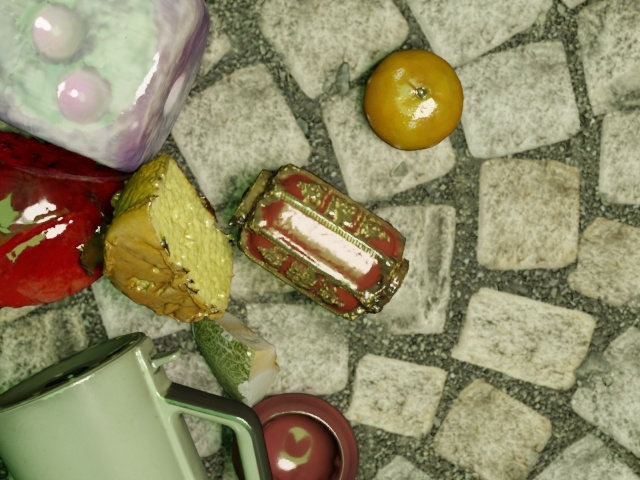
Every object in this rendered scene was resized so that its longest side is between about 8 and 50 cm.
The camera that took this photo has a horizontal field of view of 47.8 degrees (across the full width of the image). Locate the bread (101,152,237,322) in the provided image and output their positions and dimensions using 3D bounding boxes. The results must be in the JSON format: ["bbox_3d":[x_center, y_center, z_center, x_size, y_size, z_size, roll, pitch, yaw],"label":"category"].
[{"bbox_3d":[-0.234,0.011,1.057,0.147,0.260,0.160,-9,55,18],"label":"bread"}]

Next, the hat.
[{"bbox_3d":[-0.039,0.340,1.157,0.205,0.089,0.205,0,89,-1],"label":"hat"}]

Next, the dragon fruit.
[{"bbox_3d":[-0.428,-0.029,1.052,0.343,0.100,0.282,16,81,-20],"label":"dragon fruit"}]

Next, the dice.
[{"bbox_3d":[-0.325,-0.265,1.009,0.271,0.270,0.270,25,92,-5],"label":"dice"}]

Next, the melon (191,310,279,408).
[{"bbox_3d":[-0.126,0.171,1.134,0.093,0.139,0.202,-34,93,-23],"label":"melon"}]

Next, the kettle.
[{"bbox_3d":[-0.253,0.338,1.069,0.361,0.250,0.377,-22,97,1],"label":"kettle"}]

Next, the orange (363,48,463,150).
[{"bbox_3d":[0.143,-0.215,1.110,0.156,0.124,0.156,-1,97,-5],"label":"orange"}]

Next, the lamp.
[{"bbox_3d":[0.000,0.000,1.101,0.274,0.177,0.177,33,92,-3],"label":"lamp"}]
